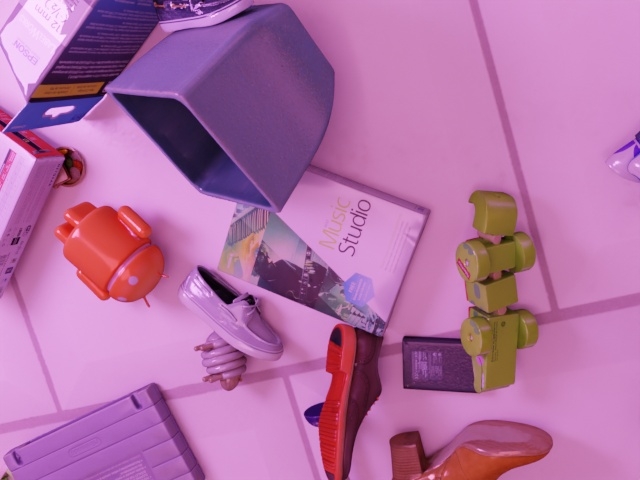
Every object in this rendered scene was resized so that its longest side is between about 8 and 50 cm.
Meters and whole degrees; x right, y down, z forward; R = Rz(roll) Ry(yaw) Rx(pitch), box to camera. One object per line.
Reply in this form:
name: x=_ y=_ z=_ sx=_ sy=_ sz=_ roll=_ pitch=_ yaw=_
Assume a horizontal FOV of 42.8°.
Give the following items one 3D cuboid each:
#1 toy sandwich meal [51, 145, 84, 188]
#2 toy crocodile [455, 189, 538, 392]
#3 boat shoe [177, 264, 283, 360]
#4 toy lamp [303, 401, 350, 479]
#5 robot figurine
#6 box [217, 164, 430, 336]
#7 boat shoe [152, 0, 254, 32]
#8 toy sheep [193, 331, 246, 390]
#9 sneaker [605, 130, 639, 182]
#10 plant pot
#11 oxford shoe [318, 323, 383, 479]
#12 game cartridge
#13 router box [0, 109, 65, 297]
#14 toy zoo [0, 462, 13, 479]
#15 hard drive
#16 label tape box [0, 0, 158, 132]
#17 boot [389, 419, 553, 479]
toy sandwich meal: x=-0.482 y=-0.136 z=1.530 sx=0.085 sy=0.029 sz=0.086 roll=3 pitch=103 yaw=15
toy crocodile: x=0.278 y=0.087 z=1.334 sx=0.115 sy=0.105 sz=0.341 roll=-11 pitch=107 yaw=-20
boat shoe: x=-0.153 y=0.128 z=1.472 sx=0.227 sy=0.079 sz=0.081 roll=35 pitch=113 yaw=9
toy lamp: x=0.040 y=0.433 z=1.488 sx=0.080 sy=0.080 sz=0.275 roll=-13 pitch=99 yaw=18
robot figurine: x=-0.374 y=0.023 z=1.484 sx=0.219 sy=0.128 sz=0.158 roll=40 pitch=78 yaw=4
box: x=0.000 y=0.000 z=1.413 sx=0.322 sy=0.058 sz=0.232 roll=21 pitch=107 yaw=11
boat shoe: x=-0.188 y=-0.368 z=1.226 sx=0.183 sy=0.065 sz=0.083 roll=-1 pitch=125 yaw=36
toy sheep: x=-0.179 y=0.211 z=1.495 sx=0.091 sy=0.091 sz=0.132 roll=-12 pitch=93 yaw=18
sneaker: x=0.523 y=-0.186 z=1.188 sx=0.236 sy=0.130 sz=0.323 roll=-19 pitch=102 yaw=14
plant pot: x=-0.124 y=-0.230 z=1.267 sx=0.252 sy=0.247 sz=0.248 roll=-52 pitch=127 yaw=-17
oxford shoe: x=0.060 y=0.283 z=1.406 sx=0.098 sy=0.097 sz=0.271 roll=10 pitch=84 yaw=-21
game cartridge: x=-0.428 y=0.452 z=1.621 sx=0.355 sy=0.068 sz=0.230 roll=-26 pitch=98 yaw=13
router box: x=-0.678 y=-0.097 z=1.548 sx=0.301 sy=0.082 sz=0.335 roll=36 pitch=109 yaw=13
toy zoo: x=-0.598 y=0.623 z=1.731 sx=0.293 sy=0.030 sz=0.192 roll=40 pitch=109 yaw=4
hard drive: x=0.211 y=0.216 z=1.421 sx=0.135 sy=0.022 sz=0.094 roll=1 pitch=102 yaw=16
label tape box: x=-0.392 y=-0.346 z=1.342 sx=0.115 sy=0.249 sz=0.348 roll=45 pitch=109 yaw=2
boot: x=0.268 y=0.431 z=1.422 sx=0.295 sy=0.104 sz=0.211 roll=-8 pitch=105 yaw=22
